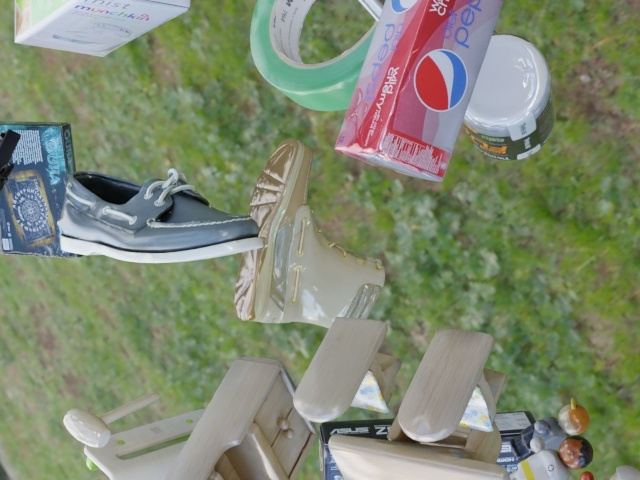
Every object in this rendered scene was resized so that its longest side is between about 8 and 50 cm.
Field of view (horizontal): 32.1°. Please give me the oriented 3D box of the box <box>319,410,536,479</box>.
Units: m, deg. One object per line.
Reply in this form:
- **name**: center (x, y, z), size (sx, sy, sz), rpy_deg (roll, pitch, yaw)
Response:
- **box**: center (0.197, 0.477, 2.032), size (0.097, 0.395, 0.318), rpy_deg (-108, 15, -70)

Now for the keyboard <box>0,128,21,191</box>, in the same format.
- **keyboard**: center (-0.400, -0.059, 1.299), size (0.108, 0.180, 0.023), rpy_deg (-24, 129, 34)

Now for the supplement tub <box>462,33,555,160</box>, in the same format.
- **supplement tub**: center (0.225, -0.165, 1.353), size (0.117, 0.117, 0.190), rpy_deg (46, -178, 19)

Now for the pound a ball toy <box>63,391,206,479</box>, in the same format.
- **pound a ball toy**: center (-0.266, 0.358, 1.821), size (0.136, 0.319, 0.208), rpy_deg (32, 117, 35)

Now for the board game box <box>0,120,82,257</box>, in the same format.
- **board game box**: center (-0.388, -0.069, 1.514), size (0.126, 0.026, 0.186), rpy_deg (4, 108, 19)

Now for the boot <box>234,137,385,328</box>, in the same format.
- **boot**: center (0.000, 0.000, 1.584), size (0.095, 0.204, 0.261), rpy_deg (13, 91, 63)

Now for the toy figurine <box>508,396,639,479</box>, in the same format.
- **toy figurine**: center (0.394, 0.365, 1.687), size (0.148, 0.213, 0.209), rpy_deg (-35, 91, 19)

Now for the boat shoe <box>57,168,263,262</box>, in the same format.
- **boat shoe**: center (-0.189, -0.031, 1.246), size (0.319, 0.116, 0.099), rpy_deg (4, 98, 45)

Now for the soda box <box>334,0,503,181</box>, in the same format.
- **soda box**: center (0.106, -0.195, 1.092), size (0.092, 0.083, 0.263), rpy_deg (17, 88, 62)

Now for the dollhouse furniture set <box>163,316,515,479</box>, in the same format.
- **dollhouse furniture set**: center (0.033, 0.302, 1.321), size (0.394, 0.256, 0.362), rpy_deg (5, 137, 30)

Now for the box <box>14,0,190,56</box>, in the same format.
- **box**: center (-0.252, -0.369, 1.280), size (0.231, 0.127, 0.261), rpy_deg (-8, 82, 56)

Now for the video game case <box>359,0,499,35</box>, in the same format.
- **video game case**: center (0.150, -0.285, 1.460), size (0.183, 0.201, 0.023), rpy_deg (58, 132, 42)

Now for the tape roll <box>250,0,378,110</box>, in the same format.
- **tape roll**: center (0.034, -0.369, 1.804), size (0.321, 0.321, 0.077), rpy_deg (27, 178, 41)
